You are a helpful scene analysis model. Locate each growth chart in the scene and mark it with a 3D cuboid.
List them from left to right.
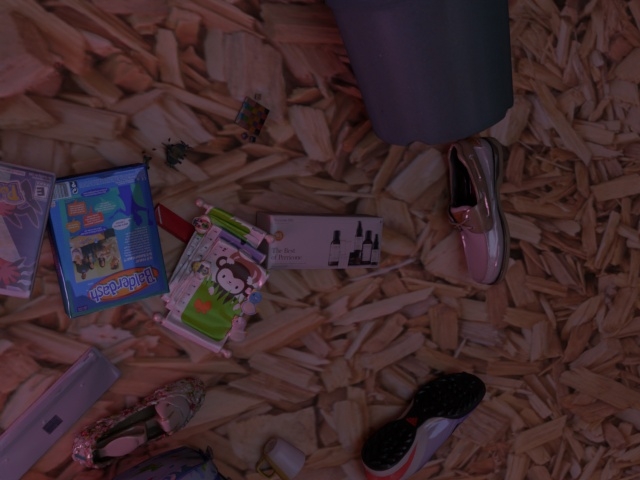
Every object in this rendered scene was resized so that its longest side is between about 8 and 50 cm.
[{"bbox_3d":[-0.170,0.067,1.260,0.172,0.021,0.237,22,93,-16],"label":"growth chart"}]

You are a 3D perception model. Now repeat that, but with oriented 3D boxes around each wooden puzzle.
[{"bbox_3d":[-0.117,-0.211,1.287,0.049,0.006,0.083,28,83,-32],"label":"wooden puzzle"}]

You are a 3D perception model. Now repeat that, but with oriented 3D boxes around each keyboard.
[{"bbox_3d":[-0.424,0.280,1.174,0.256,0.014,0.072,-46,123,-17],"label":"keyboard"}]

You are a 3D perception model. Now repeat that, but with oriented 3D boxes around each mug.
[{"bbox_3d":[-0.076,0.401,1.381,0.064,0.062,0.078,47,66,-20],"label":"mug"}]

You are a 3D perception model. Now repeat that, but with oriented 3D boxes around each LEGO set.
[{"bbox_3d":[-0.246,-0.139,1.214,0.083,0.023,0.054,3,94,-19],"label":"LEGO set"}]

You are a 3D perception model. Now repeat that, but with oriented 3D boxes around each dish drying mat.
[{"bbox_3d":[-0.241,-0.027,1.239,0.083,0.008,0.032,37,77,-30],"label":"dish drying mat"}]

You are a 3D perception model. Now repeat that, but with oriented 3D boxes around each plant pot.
[{"bbox_3d":[0.177,-0.359,1.275,0.341,0.341,0.334,-30,120,-25],"label":"plant pot"}]

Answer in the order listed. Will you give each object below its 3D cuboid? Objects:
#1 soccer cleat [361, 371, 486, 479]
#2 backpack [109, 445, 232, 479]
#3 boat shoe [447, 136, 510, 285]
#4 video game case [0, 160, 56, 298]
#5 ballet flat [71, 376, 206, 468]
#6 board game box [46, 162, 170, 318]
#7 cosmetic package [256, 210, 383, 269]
[{"bbox_3d":[0.214,0.389,1.545,0.318,0.108,0.116,-34,134,-25],"label":"soccer cleat"},{"bbox_3d":[-0.232,0.440,1.115,0.290,0.355,0.273,-22,108,-27],"label":"backpack"},{"bbox_3d":[0.307,-0.057,1.522,0.103,0.113,0.302,-5,90,-30],"label":"boat shoe"},{"bbox_3d":[-0.486,-0.027,1.041,0.201,0.023,0.183,12,86,-19],"label":"video game case"},{"bbox_3d":[-0.282,0.303,1.226,0.241,0.077,0.091,-26,110,-27],"label":"ballet flat"},{"bbox_3d":[-0.331,-0.002,1.162,0.160,0.047,0.210,-14,104,-28],"label":"board game box"},{"bbox_3d":[0.000,0.000,1.362,0.239,0.060,0.099,0,97,-32],"label":"cosmetic package"}]
